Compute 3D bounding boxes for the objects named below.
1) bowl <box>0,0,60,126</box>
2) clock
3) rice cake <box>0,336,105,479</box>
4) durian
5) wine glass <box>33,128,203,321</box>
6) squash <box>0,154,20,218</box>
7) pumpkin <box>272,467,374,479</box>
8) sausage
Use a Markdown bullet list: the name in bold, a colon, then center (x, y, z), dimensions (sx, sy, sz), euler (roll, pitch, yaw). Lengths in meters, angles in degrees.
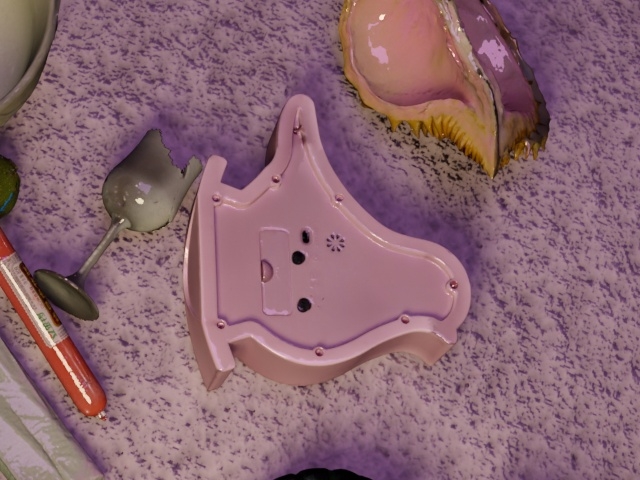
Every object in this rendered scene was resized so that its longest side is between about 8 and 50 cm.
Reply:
- **bowl**: center (-0.412, -0.203, 1.872), dimensions (0.307, 0.163, 0.307), euler (5, 67, -12)
- **clock**: center (0.000, 0.000, 1.938), dimensions (0.275, 0.080, 0.290), euler (-1, 69, -15)
- **rice cake**: center (-0.290, 0.165, 1.815), dimensions (0.080, 0.042, 0.222), euler (-34, 78, -28)
- **durian**: center (0.152, -0.186, 2.022), dimensions (0.195, 0.185, 0.305), euler (-10, 61, -46)
- **wine glass**: center (-0.195, -0.018, 1.896), dimensions (0.079, 0.079, 0.195), euler (33, 65, 1)
- **squash**: center (-0.435, -0.004, 1.827), dimensions (0.331, 0.087, 0.087), euler (-20, 74, -22)
- **pumpkin**: center (0.002, 0.303, 1.771), dimensions (0.202, 0.140, 0.202), euler (4, 59, -6)
- **sausage**: center (-0.272, 0.065, 1.831), dimensions (0.034, 0.034, 0.253), euler (-36, 99, -24)
